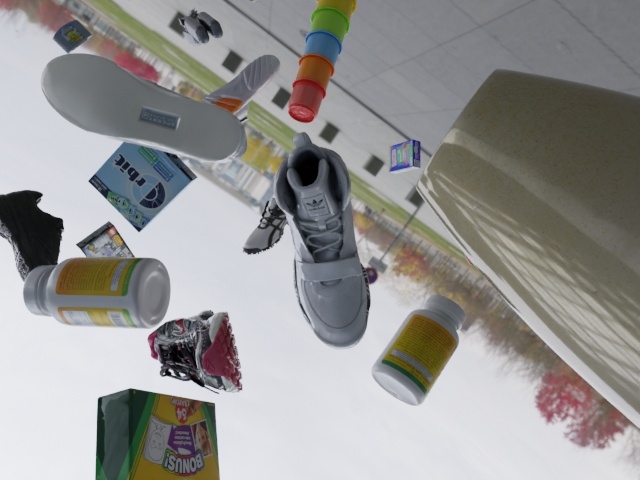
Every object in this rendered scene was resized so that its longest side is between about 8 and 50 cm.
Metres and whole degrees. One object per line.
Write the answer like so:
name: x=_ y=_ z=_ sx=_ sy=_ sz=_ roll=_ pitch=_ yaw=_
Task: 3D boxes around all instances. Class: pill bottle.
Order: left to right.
pill bottle: x=-0.433 y=0.100 z=0.979 sx=0.246 sy=0.136 sz=0.136 roll=0 pitch=179 yaw=11
pill bottle: x=0.204 y=0.213 z=1.014 sx=0.118 sy=0.208 sz=0.117 roll=32 pitch=154 yaw=18

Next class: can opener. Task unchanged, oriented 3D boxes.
can opener: x=-0.314 y=-0.560 z=1.340 sx=0.280 sy=0.074 sz=0.093 roll=49 pitch=164 yaw=55

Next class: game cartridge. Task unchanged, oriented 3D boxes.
game cartridge: x=-0.625 y=-0.514 z=1.267 sx=0.056 sy=0.083 sz=0.017 roll=44 pitch=156 yaw=-16

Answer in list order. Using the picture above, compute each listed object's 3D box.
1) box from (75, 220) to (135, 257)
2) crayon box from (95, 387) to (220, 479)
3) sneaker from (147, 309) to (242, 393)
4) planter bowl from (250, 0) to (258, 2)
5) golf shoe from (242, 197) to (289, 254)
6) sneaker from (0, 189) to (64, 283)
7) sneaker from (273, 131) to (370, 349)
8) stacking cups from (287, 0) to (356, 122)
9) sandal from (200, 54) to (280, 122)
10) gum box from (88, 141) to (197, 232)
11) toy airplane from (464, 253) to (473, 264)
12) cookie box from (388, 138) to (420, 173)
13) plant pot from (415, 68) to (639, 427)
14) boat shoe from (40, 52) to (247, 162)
box: x=-0.521 y=0.029 z=1.236 sx=0.027 sy=0.094 sz=0.137 roll=32 pitch=153 yaw=30
crayon box: x=-0.377 y=0.545 z=1.223 sx=0.363 sy=0.106 sz=0.312 roll=46 pitch=-152 yaw=-59
sneaker: x=-0.195 y=0.177 z=0.779 sx=0.112 sy=0.120 sz=0.299 roll=-11 pitch=178 yaw=-24
planter bowl: x=-0.126 y=-0.553 z=1.016 sx=0.162 sy=0.109 sz=0.162 roll=35 pitch=-143 yaw=-32
golf shoe: x=-0.114 y=-0.049 z=1.166 sx=0.077 sy=0.198 sz=0.093 roll=16 pitch=141 yaw=45
sneaker: x=-0.639 y=0.008 z=1.156 sx=0.130 sy=0.109 sz=0.286 roll=-26 pitch=-87 yaw=-42
sneaker: x=0.000 y=0.000 z=0.859 sx=0.210 sy=0.138 sz=0.365 roll=64 pitch=-164 yaw=-74
stacking cups: x=0.001 y=-0.402 z=1.083 sx=0.096 sy=0.315 sz=0.096 roll=12 pitch=157 yaw=5
sandal: x=-0.190 y=-0.324 z=1.190 sx=0.101 sy=0.265 sz=0.076 roll=58 pitch=-172 yaw=30
gum box: x=-0.387 y=-0.133 z=1.098 sx=0.157 sy=0.184 sz=0.041 roll=47 pitch=-160 yaw=-9
toy airplane: x=0.477 y=-0.145 z=1.191 sx=0.273 sy=0.384 sz=0.386 roll=30 pitch=163 yaw=-1
cookie box: x=0.273 y=-0.271 z=1.646 sx=0.040 sy=0.091 sz=0.107 roll=8 pitch=170 yaw=-38
plant pot: x=0.233 y=-0.023 z=0.442 sx=0.274 sy=0.256 sz=0.256 roll=35 pitch=-174 yaw=10
boat shoe: x=-0.152 y=-0.115 z=0.455 sx=0.184 sy=0.066 sz=0.063 roll=13 pitch=180 yaw=1
